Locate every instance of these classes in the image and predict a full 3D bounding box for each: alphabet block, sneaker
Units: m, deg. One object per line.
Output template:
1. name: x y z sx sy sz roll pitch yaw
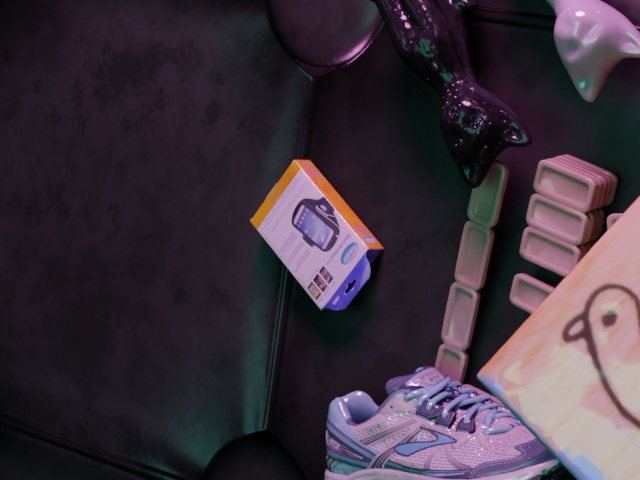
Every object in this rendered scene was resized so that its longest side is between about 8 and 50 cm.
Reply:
1. alphabet block: 0.271 0.103 1.482 0.197 0.193 0.192 -49 64 9
2. sneaker: 0.104 0.167 1.696 0.283 0.110 0.122 -12 85 41

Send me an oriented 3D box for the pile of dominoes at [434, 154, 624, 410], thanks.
1. pile of dominoes: 0.200 0.058 1.686 0.196 0.040 0.251 26 115 35

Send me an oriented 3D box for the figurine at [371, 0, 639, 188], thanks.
1. figurine: 0.158 -0.182 1.654 0.215 0.092 0.209 -37 64 33

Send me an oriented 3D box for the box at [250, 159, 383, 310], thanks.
1. box: 0.000 0.000 1.839 0.136 0.028 0.081 50 120 24
